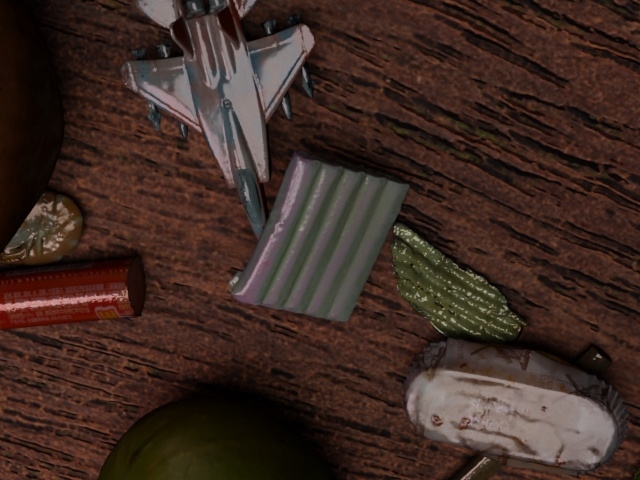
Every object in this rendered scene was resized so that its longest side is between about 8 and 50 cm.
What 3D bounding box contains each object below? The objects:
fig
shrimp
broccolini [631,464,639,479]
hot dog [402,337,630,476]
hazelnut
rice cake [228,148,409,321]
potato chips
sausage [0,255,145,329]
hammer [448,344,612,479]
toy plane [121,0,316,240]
[{"bbox_3d":[-0.105,0.337,1.757,0.316,0.316,0.316,2,113,5],"label":"fig"},{"bbox_3d":[-0.366,-0.002,1.757,0.184,0.043,0.091,-18,113,12],"label":"shrimp"},{"bbox_3d":[0.389,0.283,1.800,0.054,0.051,0.239,34,120,40],"label":"broccolini"},{"bbox_3d":[0.228,0.194,1.734,0.268,0.075,0.144,16,100,10],"label":"hot dog"},{"bbox_3d":[-0.453,-0.127,1.571,0.359,0.359,0.409,22,109,-3],"label":"hazelnut"},{"bbox_3d":[0.000,0.000,1.675,0.189,0.037,0.198,13,114,-41],"label":"rice cake"},{"bbox_3d":[0.147,0.065,1.737,0.207,0.028,0.092,36,110,-14],"label":"potato chips"},{"bbox_3d":[-0.347,0.069,1.768,0.274,0.074,0.074,-6,112,9],"label":"sausage"},{"bbox_3d":[0.215,0.257,1.811,0.111,0.043,0.365,40,109,-9],"label":"hammer"},{"bbox_3d":[-0.093,-0.133,1.642,0.223,0.104,0.326,-11,116,11],"label":"toy plane"}]
